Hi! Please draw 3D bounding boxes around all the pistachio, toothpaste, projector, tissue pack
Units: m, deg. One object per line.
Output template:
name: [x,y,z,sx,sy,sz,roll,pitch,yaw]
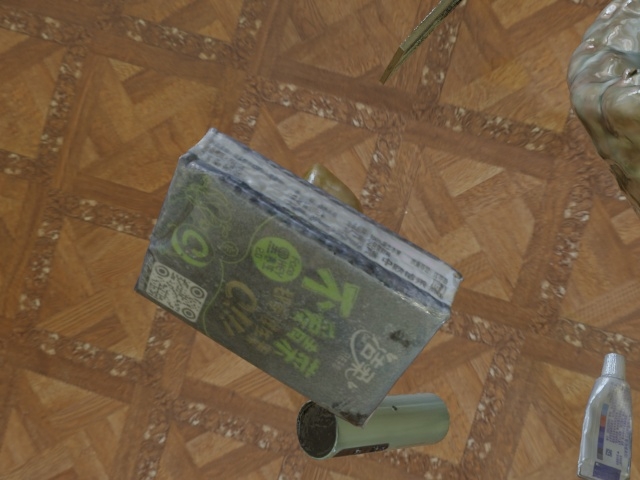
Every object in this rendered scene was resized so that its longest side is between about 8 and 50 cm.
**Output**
pistachio: [0.000,0.000,1.286,0.162,0.260,0.213,7,57,8]
toothpaste: [0.596,0.367,1.560,0.099,0.068,0.282,6,61,22]
projector: [0.108,0.345,1.433,0.108,0.337,0.108,-8,78,44]
tissue pack: [-0.044,0.063,1.046,0.394,0.124,0.288,31,132,2]

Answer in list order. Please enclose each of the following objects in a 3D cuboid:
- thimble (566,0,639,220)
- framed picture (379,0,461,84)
thimble: [0.235,-0.087,0.381,0.229,0.196,0.148,-46,104,-20]
framed picture: [0.143,-0.260,0.825,0.010,0.136,0.201,42,86,-1]
